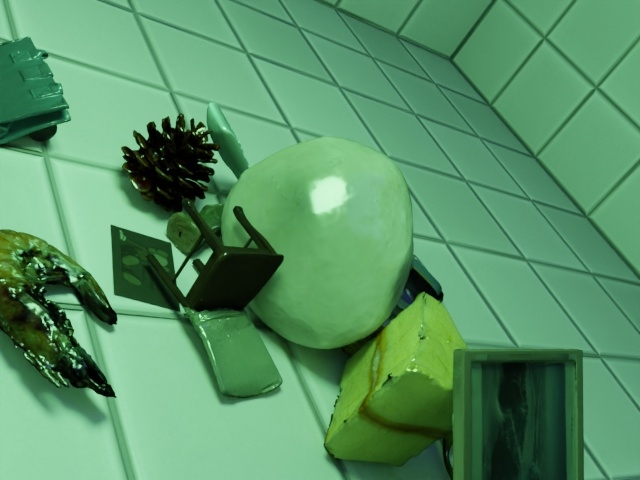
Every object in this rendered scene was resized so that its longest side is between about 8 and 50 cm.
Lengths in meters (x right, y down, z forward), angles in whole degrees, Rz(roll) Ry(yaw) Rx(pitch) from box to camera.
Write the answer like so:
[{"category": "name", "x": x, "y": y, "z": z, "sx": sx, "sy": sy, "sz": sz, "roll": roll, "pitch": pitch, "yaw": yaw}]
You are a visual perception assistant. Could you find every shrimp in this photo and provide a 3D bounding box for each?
[{"category": "shrimp", "x": -0.404, "y": 0.102, "z": 1.208, "sx": 0.365, "sy": 0.071, "sz": 0.233, "roll": 42, "pitch": 23, "yaw": 19}]

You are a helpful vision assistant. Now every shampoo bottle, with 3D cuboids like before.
[{"category": "shampoo bottle", "x": -0.590, "y": -0.289, "z": 1.583, "sx": 0.063, "sy": 0.057, "sz": 0.208, "roll": 5, "pitch": 42, "yaw": -44}]

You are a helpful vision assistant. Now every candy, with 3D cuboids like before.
[{"category": "candy", "x": 0.000, "y": 0.000, "z": 1.515, "sx": 0.186, "sy": 0.386, "sz": 0.427, "roll": 70, "pitch": 8, "yaw": -71}]

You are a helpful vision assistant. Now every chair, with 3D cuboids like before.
[{"category": "chair", "x": -0.156, "y": 0.095, "z": 1.372, "sx": 0.160, "sy": 0.186, "sz": 0.319, "roll": 7, "pitch": 38, "yaw": -52}]

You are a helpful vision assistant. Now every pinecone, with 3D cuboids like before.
[{"category": "pinecone", "x": -0.299, "y": -0.165, "z": 1.588, "sx": 0.207, "sy": 0.208, "sz": 0.208, "roll": 27, "pitch": 30, "yaw": -17}]

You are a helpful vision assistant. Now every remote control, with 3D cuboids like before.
[{"category": "remote control", "x": -0.188, "y": -0.177, "z": 1.720, "sx": 0.103, "sy": 0.051, "sz": 0.293, "roll": 60, "pitch": -4, "yaw": 36}]

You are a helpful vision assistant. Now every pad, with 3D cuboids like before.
[{"category": "pad", "x": -0.325, "y": 0.049, "z": 1.435, "sx": 0.127, "sy": 0.004, "sz": 0.190, "roll": 19, "pitch": 34, "yaw": -31}]

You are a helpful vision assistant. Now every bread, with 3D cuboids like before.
[{"category": "bread", "x": 0.114, "y": 0.234, "z": 1.377, "sx": 0.198, "sy": 0.263, "sz": 0.236, "roll": 22, "pitch": 35, "yaw": -35}]

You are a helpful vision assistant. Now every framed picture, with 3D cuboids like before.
[{"category": "framed picture", "x": 0.340, "y": 0.405, "z": 1.305, "sx": 0.326, "sy": 0.028, "sz": 0.446, "roll": 6, "pitch": 82, "yaw": -37}]

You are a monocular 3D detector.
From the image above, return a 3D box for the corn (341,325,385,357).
[{"category": "corn", "x": 0.065, "y": 0.175, "z": 1.586, "sx": 0.313, "sy": 0.102, "sz": 0.102, "roll": 43, "pitch": 28, "yaw": 18}]

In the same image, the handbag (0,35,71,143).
[{"category": "handbag", "x": -0.594, "y": -0.297, "z": 1.509, "sx": 0.179, "sy": 0.062, "sz": 0.229, "roll": -22, "pitch": 59, "yaw": -25}]

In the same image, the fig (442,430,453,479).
[{"category": "fig", "x": 0.269, "y": 0.378, "z": 1.537, "sx": 0.124, "sy": 0.124, "sz": 0.236, "roll": 29, "pitch": 52, "yaw": -14}]

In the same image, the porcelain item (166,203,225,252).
[{"category": "porcelain item", "x": -0.224, "y": -0.039, "z": 1.609, "sx": 0.081, "sy": 0.069, "sz": 0.215, "roll": 32, "pitch": 27, "yaw": 17}]

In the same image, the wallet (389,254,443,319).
[{"category": "wallet", "x": 0.205, "y": 0.114, "z": 1.868, "sx": 0.170, "sy": 0.069, "sz": 0.231, "roll": 48, "pitch": 31, "yaw": 11}]
